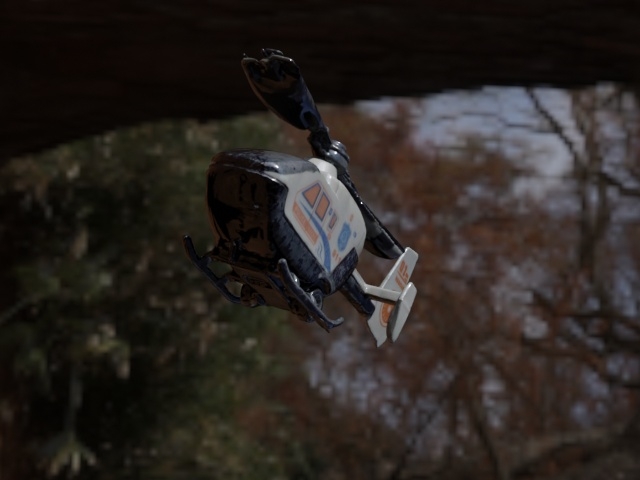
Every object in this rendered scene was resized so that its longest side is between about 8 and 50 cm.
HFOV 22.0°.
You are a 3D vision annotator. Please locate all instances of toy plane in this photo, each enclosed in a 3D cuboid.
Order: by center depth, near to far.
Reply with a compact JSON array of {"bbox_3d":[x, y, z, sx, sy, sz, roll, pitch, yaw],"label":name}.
[{"bbox_3d":[0.000,0.001,0.699,0.078,0.053,0.197,-67,149,-17],"label":"toy plane"}]
